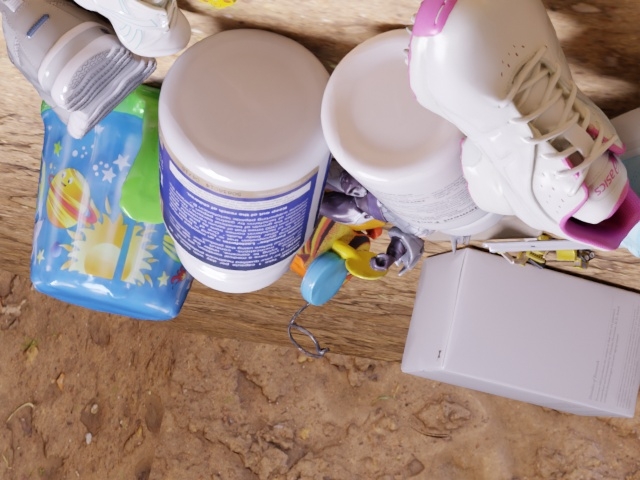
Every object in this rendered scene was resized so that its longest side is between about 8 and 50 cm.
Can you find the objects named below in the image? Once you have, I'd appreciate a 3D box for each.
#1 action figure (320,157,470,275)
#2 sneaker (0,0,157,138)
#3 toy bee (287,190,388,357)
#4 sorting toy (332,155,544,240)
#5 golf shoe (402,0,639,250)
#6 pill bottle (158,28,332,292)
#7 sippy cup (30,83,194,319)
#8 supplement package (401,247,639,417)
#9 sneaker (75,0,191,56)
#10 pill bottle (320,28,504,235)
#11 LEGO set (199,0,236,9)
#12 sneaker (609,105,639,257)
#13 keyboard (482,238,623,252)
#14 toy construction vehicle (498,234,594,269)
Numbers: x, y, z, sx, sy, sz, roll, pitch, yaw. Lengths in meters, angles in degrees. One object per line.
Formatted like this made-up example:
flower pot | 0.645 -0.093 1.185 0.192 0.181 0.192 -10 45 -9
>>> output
action figure | 0.041 -0.043 1.479 0.285 0.099 0.185 10 140 24
sneaker | -0.222 -0.173 1.305 0.115 0.105 0.281 46 173 1
toy bee | 0.000 0.000 1.849 0.195 0.162 0.298 42 159 8
sorting toy | 0.122 -0.058 1.579 0.347 0.047 0.196 -2 156 46
golf shoe | 0.156 -0.090 1.024 0.140 0.115 0.306 35 173 30
pill bottle | -0.070 -0.060 1.317 0.153 0.153 0.265 12 154 0
sippy cup | -0.211 -0.036 1.586 0.240 0.224 0.305 8 169 20
supplement package | 0.290 0.133 2.052 0.293 0.175 0.177 15 171 -14
sneaker | -0.139 -0.186 1.163 0.061 0.054 0.152 4 167 27
pill bottle | 0.096 -0.080 1.237 0.131 0.131 0.229 8 169 21
LEGO set | -0.077 -0.198 0.927 0.093 0.087 0.227 19 169 -32
sneaker | 0.270 -0.026 1.185 0.135 0.150 0.366 -12 175 -13
keyboard | 0.306 0.001 1.597 0.256 0.014 0.072 -2 -175 5
toy construction vehicle | 0.282 0.019 1.836 0.098 0.035 0.086 20 167 -37
